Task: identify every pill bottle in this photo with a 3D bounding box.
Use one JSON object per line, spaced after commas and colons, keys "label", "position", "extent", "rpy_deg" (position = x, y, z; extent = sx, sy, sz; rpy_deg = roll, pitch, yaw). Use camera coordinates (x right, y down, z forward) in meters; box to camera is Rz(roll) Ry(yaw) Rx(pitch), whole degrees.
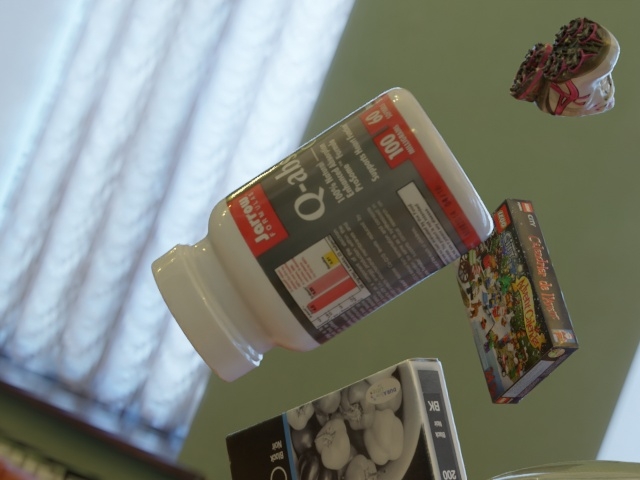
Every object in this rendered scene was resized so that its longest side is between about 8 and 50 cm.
{"label": "pill bottle", "position": [0.000, 0.000, 1.864], "extent": [0.210, 0.363, 0.210], "rpy_deg": [57, 4, -6]}

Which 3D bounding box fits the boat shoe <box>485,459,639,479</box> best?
{"label": "boat shoe", "position": [0.300, 0.246, 1.450], "extent": [0.302, 0.091, 0.114], "rpy_deg": [-4, 3, 13]}

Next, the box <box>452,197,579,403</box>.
{"label": "box", "position": [0.259, 0.082, 2.170], "extent": [0.044, 0.233, 0.159], "rpy_deg": [4, -35, -27]}

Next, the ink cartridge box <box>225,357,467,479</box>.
{"label": "ink cartridge box", "position": [0.025, 0.210, 1.118], "extent": [0.045, 0.208, 0.206], "rpy_deg": [3, -22, -43]}

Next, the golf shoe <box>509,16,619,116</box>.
{"label": "golf shoe", "position": [0.245, -0.156, 1.484], "extent": [0.086, 0.067, 0.186], "rpy_deg": [26, -8, -8]}
